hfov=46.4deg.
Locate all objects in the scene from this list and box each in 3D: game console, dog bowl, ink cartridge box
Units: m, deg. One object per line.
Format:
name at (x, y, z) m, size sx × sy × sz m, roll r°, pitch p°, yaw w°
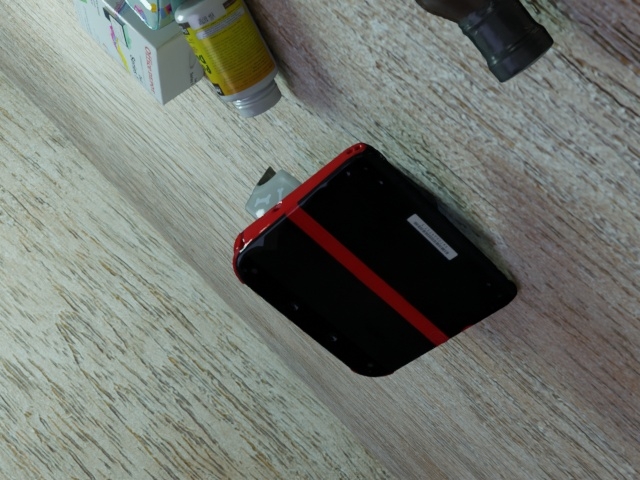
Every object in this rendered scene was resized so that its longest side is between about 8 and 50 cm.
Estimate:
game console at (0.080, 0.054, 1.245) m, size 0.386 × 0.060 × 0.342 m, roll 41°, pitch 120°, yaw -21°
dog bowl at (0.000, 0.000, 1.436) m, size 0.349 × 0.102 × 0.349 m, roll 40°, pitch 178°, yaw 2°
ink cartridge box at (-0.374, -0.442, 1.521) m, size 0.278 × 0.117 × 0.201 m, roll 44°, pitch 159°, yaw 11°

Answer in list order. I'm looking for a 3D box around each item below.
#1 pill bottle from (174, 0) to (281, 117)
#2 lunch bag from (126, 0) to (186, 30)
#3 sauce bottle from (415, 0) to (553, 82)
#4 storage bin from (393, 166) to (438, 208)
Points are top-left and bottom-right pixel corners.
pill bottle at (-0.151, -0.323, 1.289) m, size 0.117 × 0.117 × 0.215 m, roll 19°, pitch 144°, yaw 53°
lunch bag at (-0.297, -0.504, 1.264) m, size 0.224 × 0.108 × 0.279 m, roll 47°, pitch 160°, yaw 10°
sauce bottle at (0.112, -0.320, 0.784) m, size 0.344 × 0.111 × 0.111 m, roll 52°, pitch 159°, yaw -7°
storage bin at (0.105, -0.062, 1.296) m, size 0.180 × 0.084 × 0.122 m, roll 40°, pitch 158°, yaw 22°
